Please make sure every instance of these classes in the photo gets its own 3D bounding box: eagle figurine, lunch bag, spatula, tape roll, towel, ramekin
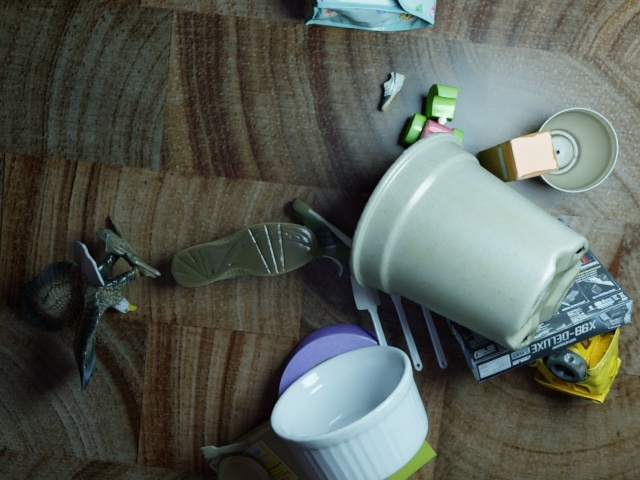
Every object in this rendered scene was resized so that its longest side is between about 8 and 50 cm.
[{"bbox_3d":[-0.471,0.130,1.200,0.298,0.226,0.225,-46,114,0],"label":"eagle figurine"},{"bbox_3d":[0.104,-0.529,1.134,0.262,0.160,0.223,0,93,-10],"label":"lunch bag"},{"bbox_3d":[0.166,0.164,1.225,0.168,0.019,0.241,-12,81,-22],"label":"spatula"},{"bbox_3d":[0.050,0.322,1.259,0.275,0.090,0.274,0,96,0],"label":"tape roll"},{"bbox_3d":[0.134,0.506,1.295,0.237,0.021,0.102,-37,99,-6],"label":"towel"},{"bbox_3d":[0.061,0.325,1.084,0.277,0.277,0.135,-26,102,3],"label":"ramekin"}]

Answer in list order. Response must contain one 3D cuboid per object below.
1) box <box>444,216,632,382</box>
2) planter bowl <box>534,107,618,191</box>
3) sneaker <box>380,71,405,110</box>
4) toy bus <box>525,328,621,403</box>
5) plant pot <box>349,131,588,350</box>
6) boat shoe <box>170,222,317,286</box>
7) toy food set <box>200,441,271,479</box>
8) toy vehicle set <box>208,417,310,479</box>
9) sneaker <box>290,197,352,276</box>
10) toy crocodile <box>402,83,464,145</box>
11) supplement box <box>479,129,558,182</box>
[{"bbox_3d":[0.396,0.109,1.159,0.308,0.242,0.076,-23,134,3],"label":"box"},{"bbox_3d":[0.492,-0.178,1.187,0.162,0.109,0.162,0,95,1],"label":"planter bowl"},{"bbox_3d":[0.142,-0.308,1.221,0.037,0.032,0.083,30,91,11],"label":"sneaker"},{"bbox_3d":[0.496,0.242,1.212,0.149,0.220,0.211,-49,128,-28],"label":"toy bus"},{"bbox_3d":[0.275,0.022,1.045,0.305,0.334,0.333,35,97,30],"label":"plant pot"},{"bbox_3d":[-0.153,0.028,1.224,0.303,0.098,0.109,-14,91,6],"label":"boat shoe"},{"bbox_3d":[-0.164,0.504,1.250,0.133,0.038,0.192,-16,101,19],"label":"toy food set"},{"bbox_3d":[-0.098,0.472,1.249,0.166,0.035,0.267,48,120,-5],"label":"toy vehicle set"},{"bbox_3d":[0.000,0.000,1.235,0.192,0.064,0.086,37,91,-6],"label":"sneaker"},{"bbox_3d":[0.202,-0.147,1.197,0.115,0.105,0.340,23,97,-1],"label":"toy crocodile"},{"bbox_3d":[0.371,-0.154,1.129,0.078,0.233,0.080,-14,91,2],"label":"supplement box"}]
